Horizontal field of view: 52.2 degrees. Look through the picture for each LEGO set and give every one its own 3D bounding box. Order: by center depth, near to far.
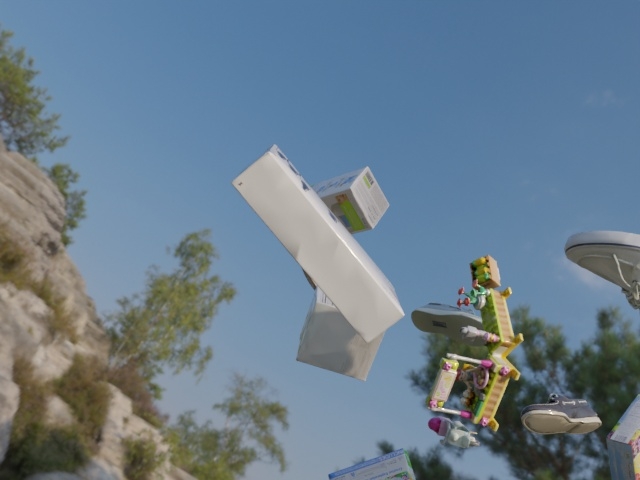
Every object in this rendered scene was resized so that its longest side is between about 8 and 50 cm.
[{"bbox_3d":[0.206,0.151,0.935,0.107,0.287,0.132,14,-8,-15],"label":"LEGO set"}]

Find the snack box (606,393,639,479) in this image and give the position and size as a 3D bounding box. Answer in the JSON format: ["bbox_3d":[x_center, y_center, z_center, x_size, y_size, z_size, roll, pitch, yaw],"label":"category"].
[{"bbox_3d":[0.802,0.519,1.647,0.070,0.207,0.174,4,-63,46],"label":"snack box"}]

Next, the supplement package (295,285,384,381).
[{"bbox_3d":[0.059,0.248,1.816,0.203,0.149,0.194,17,-69,-4],"label":"supplement package"}]

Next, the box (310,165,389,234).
[{"bbox_3d":[0.038,-0.078,1.526,0.203,0.103,0.114,-13,-63,39],"label":"box"}]

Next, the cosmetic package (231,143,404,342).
[{"bbox_3d":[0.000,0.000,0.760,0.239,0.060,0.099,50,10,-11],"label":"cosmetic package"}]

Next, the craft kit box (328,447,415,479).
[{"bbox_3d":[0.167,0.762,1.889,0.250,0.246,0.061,-22,-43,10],"label":"craft kit box"}]

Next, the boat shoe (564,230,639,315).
[{"bbox_3d":[0.677,0.095,1.330,0.367,0.156,0.136,16,-22,17],"label":"boat shoe"}]

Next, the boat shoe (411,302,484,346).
[{"bbox_3d":[0.321,0.185,1.533,0.227,0.081,0.079,9,-61,46],"label":"boat shoe"}]

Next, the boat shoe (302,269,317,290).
[{"bbox_3d":[0.038,0.167,2.252,0.277,0.096,0.098,53,-8,3],"label":"boat shoe"}]

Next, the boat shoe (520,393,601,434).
[{"bbox_3d":[0.469,0.341,1.299,0.206,0.065,0.075,13,-47,-28],"label":"boat shoe"}]
